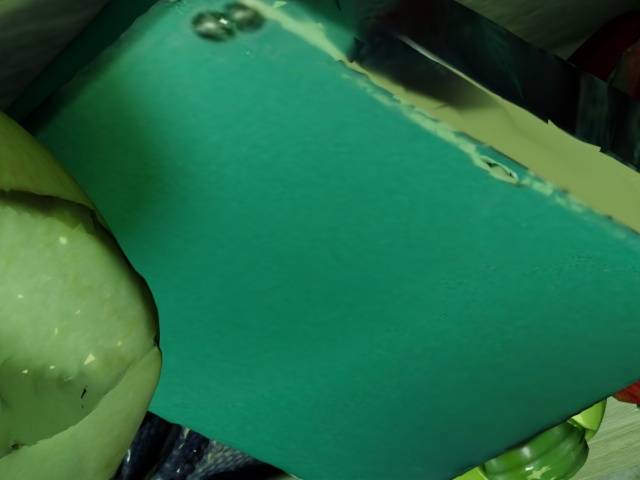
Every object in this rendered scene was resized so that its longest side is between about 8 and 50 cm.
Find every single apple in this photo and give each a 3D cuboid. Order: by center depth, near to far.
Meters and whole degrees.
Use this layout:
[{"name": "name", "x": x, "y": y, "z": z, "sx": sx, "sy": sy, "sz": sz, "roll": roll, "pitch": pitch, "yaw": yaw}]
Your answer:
[{"name": "apple", "x": -0.156, "y": 0.029, "z": 0.571, "sx": 0.207, "sy": 0.174, "sz": 0.188, "roll": -15, "pitch": 138, "yaw": 5}]

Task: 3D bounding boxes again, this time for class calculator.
[{"name": "calculator", "x": 0.000, "y": 0.000, "z": 0.702, "sx": 0.274, "sy": 0.058, "sz": 0.248, "roll": 25, "pitch": 140, "yaw": -26}]

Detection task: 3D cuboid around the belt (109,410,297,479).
[{"name": "belt", "x": -0.069, "y": 0.094, "z": 0.994, "sx": 0.126, "sy": 0.140, "sz": 0.230, "roll": -7, "pitch": 159, "yaw": -40}]

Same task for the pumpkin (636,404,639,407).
[{"name": "pumpkin", "x": 0.267, "y": 0.039, "z": 1.212, "sx": 0.146, "sy": 0.190, "sz": 0.190, "roll": 22, "pitch": 171, "yaw": 11}]

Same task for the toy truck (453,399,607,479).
[{"name": "toy truck", "x": 0.084, "y": 0.077, "z": 1.183, "sx": 0.187, "sy": 0.148, "sz": 0.210, "roll": -29, "pitch": -170, "yaw": 19}]

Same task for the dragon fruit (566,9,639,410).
[{"name": "dragon fruit", "x": 0.182, "y": -0.016, "z": 0.834, "sx": 0.193, "sy": 0.192, "sz": 0.274, "roll": -20, "pitch": 169, "yaw": 5}]
